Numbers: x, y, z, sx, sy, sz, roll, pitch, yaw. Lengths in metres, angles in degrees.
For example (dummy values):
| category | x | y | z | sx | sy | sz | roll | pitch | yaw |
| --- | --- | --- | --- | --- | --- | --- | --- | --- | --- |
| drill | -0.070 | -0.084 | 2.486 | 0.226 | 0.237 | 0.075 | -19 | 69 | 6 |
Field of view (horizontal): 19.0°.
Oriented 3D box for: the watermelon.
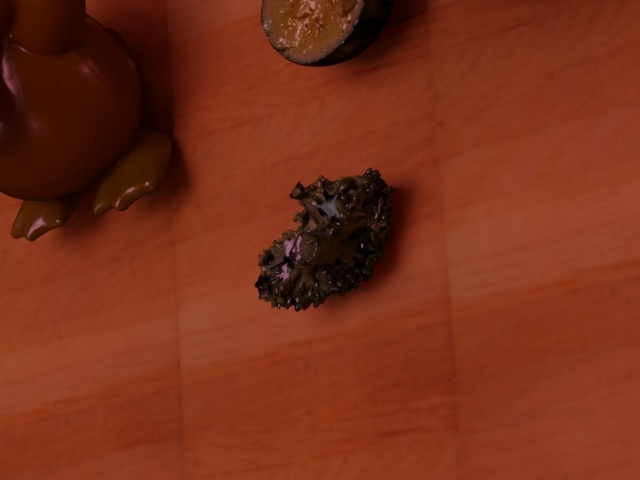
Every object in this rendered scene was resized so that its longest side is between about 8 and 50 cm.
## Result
| category | x | y | z | sx | sy | sz | roll | pitch | yaw |
| --- | --- | --- | --- | --- | --- | --- | --- | --- | --- |
| watermelon | 0.013 | -0.164 | 1.289 | 0.105 | 0.062 | 0.105 | -20 | 62 | 44 |

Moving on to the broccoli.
| category | x | y | z | sx | sy | sz | roll | pitch | yaw |
| --- | --- | --- | --- | --- | --- | --- | --- | --- | --- |
| broccoli | 0.000 | 0.000 | 1.250 | 0.097 | 0.092 | 0.095 | 1 | 95 | 25 |

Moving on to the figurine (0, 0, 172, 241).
| category | x | y | z | sx | sy | sz | roll | pitch | yaw |
| --- | --- | --- | --- | --- | --- | --- | --- | --- | --- |
| figurine | -0.228 | -0.123 | 1.398 | 0.215 | 0.228 | 0.215 | -20 | 58 | 36 |
